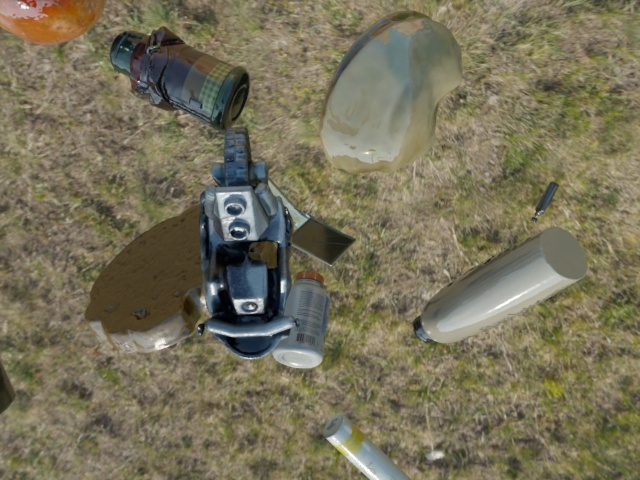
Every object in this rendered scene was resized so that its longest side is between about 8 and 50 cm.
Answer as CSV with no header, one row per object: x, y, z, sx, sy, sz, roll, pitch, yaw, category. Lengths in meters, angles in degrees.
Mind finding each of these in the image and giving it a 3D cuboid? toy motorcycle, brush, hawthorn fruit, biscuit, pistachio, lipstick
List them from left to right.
-0.517,-0.478,0.994,0.234,0.263,0.232,-16,74,16,hawthorn fruit
-0.240,0.052,0.991,0.380,0.359,0.074,1,132,33,biscuit
-0.077,0.021,0.585,0.105,0.159,0.271,-3,143,-3,toy motorcycle
-0.095,-0.101,1.649,0.336,0.020,0.085,46,145,-17,brush
0.113,0.449,1.121,0.059,0.059,0.264,-38,106,19,lipstick
0.176,-0.357,1.427,0.445,0.281,0.365,-49,135,-1,pistachio

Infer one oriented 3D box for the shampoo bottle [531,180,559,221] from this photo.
0.695,-0.118,1.747,0.027,0.048,0.137,18,119,-3,shampoo bottle

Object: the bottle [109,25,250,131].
-0.280,-0.325,1.094,0.271,0.143,0.156,25,120,4,bottle

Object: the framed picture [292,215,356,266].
0.000,0.000,1.424,0.149,0.109,0.011,29,145,27,framed picture

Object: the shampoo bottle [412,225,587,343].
0.208,0.072,0.715,0.078,0.127,0.257,55,138,9,shampoo bottle

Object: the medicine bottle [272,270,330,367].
-0.053,0.241,1.774,0.156,0.289,0.157,6,147,4,medicine bottle

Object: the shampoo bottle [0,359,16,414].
-0.491,0.065,0.695,0.084,0.125,0.351,-19,99,-7,shampoo bottle
